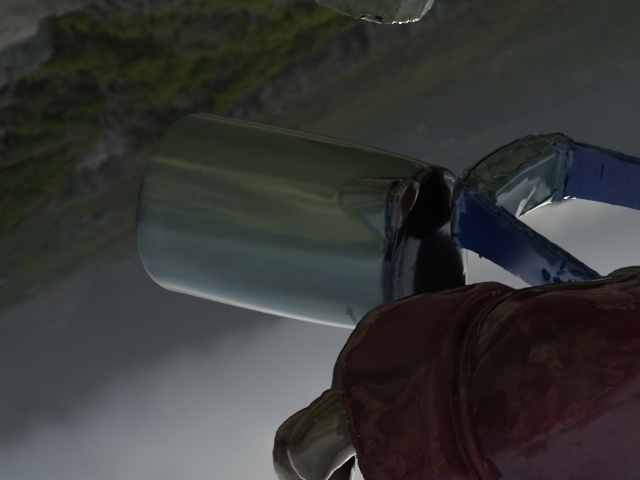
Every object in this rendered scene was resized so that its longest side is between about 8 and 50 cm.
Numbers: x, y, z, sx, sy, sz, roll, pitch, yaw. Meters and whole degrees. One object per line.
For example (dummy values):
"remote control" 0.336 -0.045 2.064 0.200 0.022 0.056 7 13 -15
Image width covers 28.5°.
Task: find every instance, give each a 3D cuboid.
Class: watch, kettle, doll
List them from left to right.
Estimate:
"kettle" 0.000 0.000 1.103 0.255 0.165 0.240 10 153 28
"doll" 0.088 0.092 0.593 0.196 0.152 0.256 -15 177 -22
"watch" 0.217 0.012 0.937 0.275 0.068 0.276 19 -147 26

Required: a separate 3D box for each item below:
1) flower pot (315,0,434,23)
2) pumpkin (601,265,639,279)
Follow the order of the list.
"flower pot" 0.073 -0.318 1.170 0.212 0.212 0.202 -23 141 -42
"pumpkin" 0.326 0.129 1.225 0.320 0.192 0.320 -7 166 -2
